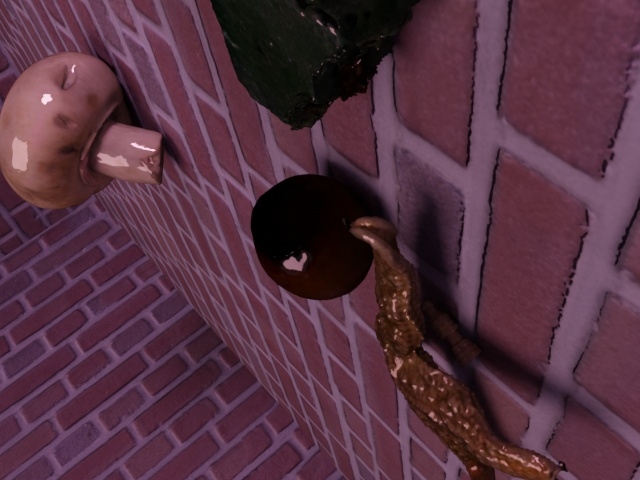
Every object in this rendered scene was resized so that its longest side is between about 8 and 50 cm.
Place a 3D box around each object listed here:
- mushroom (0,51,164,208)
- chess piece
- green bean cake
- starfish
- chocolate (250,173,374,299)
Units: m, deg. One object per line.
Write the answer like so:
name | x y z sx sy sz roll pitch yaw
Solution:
mushroom | -0.527 -0.242 1.523 0.325 0.353 0.353 -117 3 -52
chess piece | 0.160 0.113 0.865 0.092 0.035 0.035 51 162 16
green bean cake | -0.003 -0.177 0.601 0.193 0.107 0.208 41 160 26
starfish | 0.142 0.173 0.831 0.324 0.082 0.432 57 171 24
chocolate | 0.000 0.000 0.875 0.177 0.176 0.177 45 161 21
